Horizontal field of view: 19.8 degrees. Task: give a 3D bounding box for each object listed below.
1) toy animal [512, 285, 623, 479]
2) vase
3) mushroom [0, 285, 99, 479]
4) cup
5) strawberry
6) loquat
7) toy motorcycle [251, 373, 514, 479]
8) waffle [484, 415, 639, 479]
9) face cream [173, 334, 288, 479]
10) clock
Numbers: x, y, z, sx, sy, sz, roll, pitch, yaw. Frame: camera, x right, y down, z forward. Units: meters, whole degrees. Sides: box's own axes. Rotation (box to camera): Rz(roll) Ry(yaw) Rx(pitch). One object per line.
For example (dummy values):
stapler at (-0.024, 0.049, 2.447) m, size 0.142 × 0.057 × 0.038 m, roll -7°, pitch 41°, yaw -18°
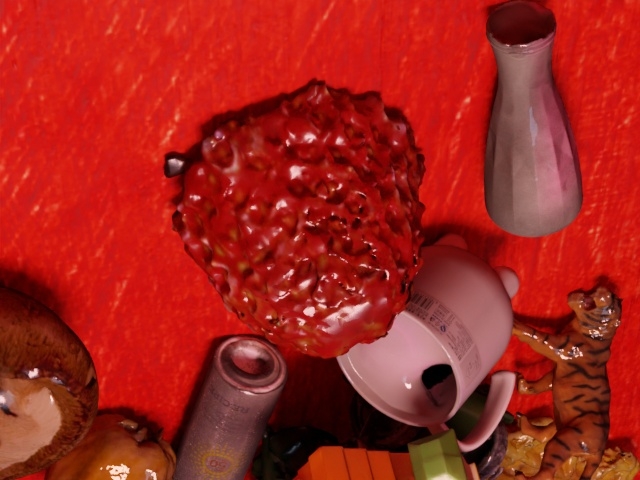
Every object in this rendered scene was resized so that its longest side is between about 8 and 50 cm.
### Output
toy animal at (0.245, 0.179, 1.788) m, size 0.116 × 0.255 × 0.114 m, roll -5°, pitch 157°, yaw 10°
vase at (0.173, -0.103, 1.534) m, size 0.086 × 0.086 × 0.214 m, roll -16°, pitch 137°, yaw -4°
mushroom at (-0.305, 0.120, 1.573) m, size 0.231 × 0.138 × 0.194 m, roll -1°, pitch 153°, yaw -4°
cup at (0.119, 0.087, 1.653) m, size 0.142 × 0.173 × 0.134 m, roll -43°, pitch 174°, yaw -40°
strawberry at (0.000, 0.000, 1.511) m, size 0.234 × 0.178 × 0.234 m, roll -14°, pitch 137°, yaw -14°
loquat at (-0.199, 0.229, 1.759) m, size 0.137 × 0.113 × 0.137 m, roll -1°, pitch 118°, yaw -1°
toy motorcycle at (0.058, 0.213, 1.835) m, size 0.275 × 0.127 × 0.205 m, roll -45°, pitch 136°, yaw 20°
waffle at (0.226, 0.277, 2.028) m, size 0.291 × 0.051 × 0.291 m, roll -11°, pitch 140°, yaw -9°
face cream at (-0.103, 0.206, 1.792) m, size 0.073 × 0.073 × 0.283 m, roll 0°, pitch 138°, yaw -22°
clock at (0.054, 0.270, 1.678) m, size 0.220 × 0.106 × 0.255 m, roll -19°, pitch 143°, yaw 9°
